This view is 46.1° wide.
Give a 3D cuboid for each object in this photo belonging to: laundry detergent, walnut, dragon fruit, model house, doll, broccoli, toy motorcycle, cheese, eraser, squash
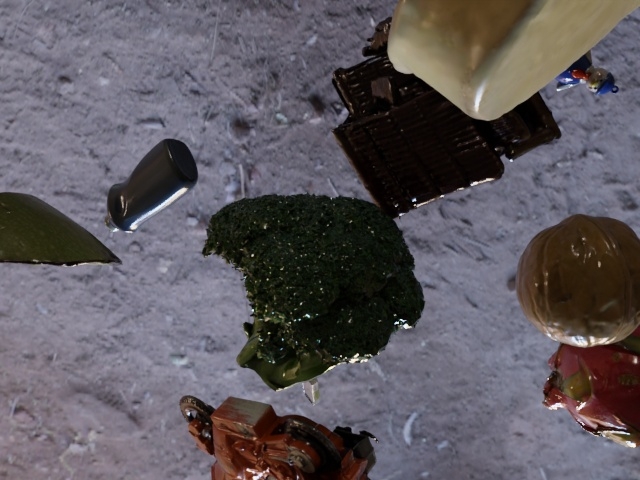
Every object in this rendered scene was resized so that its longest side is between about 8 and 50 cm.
[{"bbox_3d":[-0.292,-0.078,1.251,0.206,0.096,0.061,-36,163,27],"label":"laundry detergent"},{"bbox_3d":[0.439,0.065,1.251,0.228,0.228,0.228,-4,126,-5],"label":"walnut"},{"bbox_3d":[0.642,0.308,1.733,0.226,0.305,0.305,11,127,13],"label":"dragon fruit"},{"bbox_3d":[0.150,-0.212,1.196,0.282,0.297,0.317,-29,92,-20],"label":"model house"},{"bbox_3d":[0.452,-0.293,1.302,0.143,0.057,0.099,30,128,4],"label":"doll"},{"bbox_3d":[-0.017,0.059,0.987,0.308,0.308,0.275,26,115,-24],"label":"broccoli"},{"bbox_3d":[-0.063,0.318,1.051,0.326,0.148,0.221,0,124,43],"label":"toy motorcycle"},{"bbox_3d":[0.188,-0.245,0.535,0.384,0.104,0.384,-42,158,-21],"label":"cheese"},{"bbox_3d":[-0.019,0.294,1.505,0.019,0.038,0.083,-31,144,-21],"label":"eraser"},{"bbox_3d":[-0.318,-0.012,0.857,0.184,0.192,0.085,1,88,17],"label":"squash"}]
